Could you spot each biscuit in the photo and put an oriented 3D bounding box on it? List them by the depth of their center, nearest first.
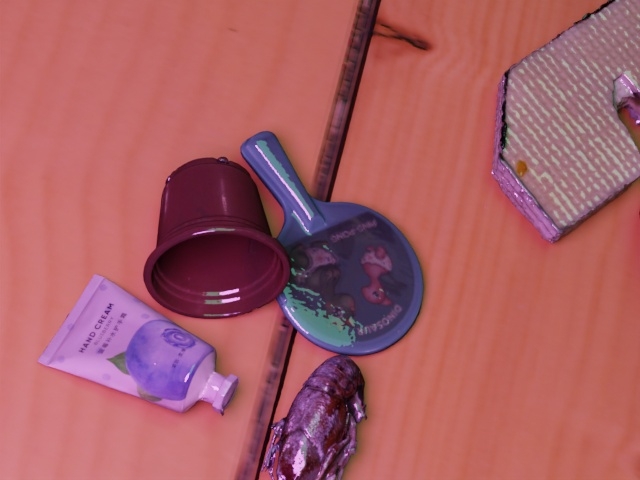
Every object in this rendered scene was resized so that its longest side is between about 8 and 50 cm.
[{"bbox_3d":[0.239,-0.112,1.449,0.250,0.046,0.147,-35,80,-27],"label":"biscuit"}]

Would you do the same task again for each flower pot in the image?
[{"bbox_3d":[-0.082,-0.007,1.293,0.111,0.111,0.089,2,50,-14],"label":"flower pot"}]

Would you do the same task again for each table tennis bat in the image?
[{"bbox_3d":[0.000,0.000,1.344,0.124,0.033,0.201,-30,81,-26],"label":"table tennis bat"}]

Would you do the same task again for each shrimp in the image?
[{"bbox_3d":[-0.007,0.156,1.255,0.057,0.065,0.165,11,64,26],"label":"shrimp"}]

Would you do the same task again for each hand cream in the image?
[{"bbox_3d":[-0.128,0.086,1.263,0.142,0.053,0.084,26,62,9],"label":"hand cream"}]
